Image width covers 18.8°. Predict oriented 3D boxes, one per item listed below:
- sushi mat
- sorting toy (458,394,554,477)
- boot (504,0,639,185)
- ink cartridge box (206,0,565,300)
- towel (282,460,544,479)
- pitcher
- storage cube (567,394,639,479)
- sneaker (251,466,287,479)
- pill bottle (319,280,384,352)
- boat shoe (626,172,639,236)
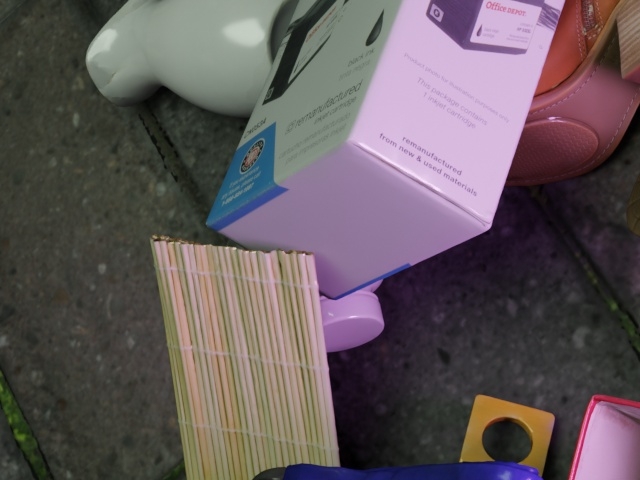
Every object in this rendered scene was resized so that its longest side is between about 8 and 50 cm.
[{"bbox_3d":[-0.050,0.151,1.490,0.151,0.019,0.316,4,110,31],"label":"sushi mat"},{"bbox_3d":[0.111,0.264,1.375,0.196,0.047,0.347,4,63,-1],"label":"sorting toy"},{"bbox_3d":[0.195,-0.179,1.503,0.283,0.109,0.220,-34,43,44],"label":"boot"},{"bbox_3d":[0.062,-0.136,1.447,0.223,0.129,0.307,-29,35,57],"label":"ink cartridge box"},{"bbox_3d":[0.040,0.298,1.283,0.228,0.076,0.308,-7,63,45],"label":"towel"},{"bbox_3d":[-0.081,-0.191,1.666,0.207,0.125,0.177,6,62,43],"label":"pitcher"},{"bbox_3d":[0.273,0.224,1.276,0.184,0.193,0.215,10,79,32],"label":"storage cube"},{"bbox_3d":[-0.004,0.280,1.411,0.228,0.132,0.086,54,131,7],"label":"sneaker"},{"bbox_3d":[0.000,0.000,1.564,0.094,0.094,0.169,-23,65,23],"label":"pill bottle"},{"bbox_3d":[0.308,-0.090,1.427,0.223,0.073,0.080,-61,27,6],"label":"boat shoe"}]
